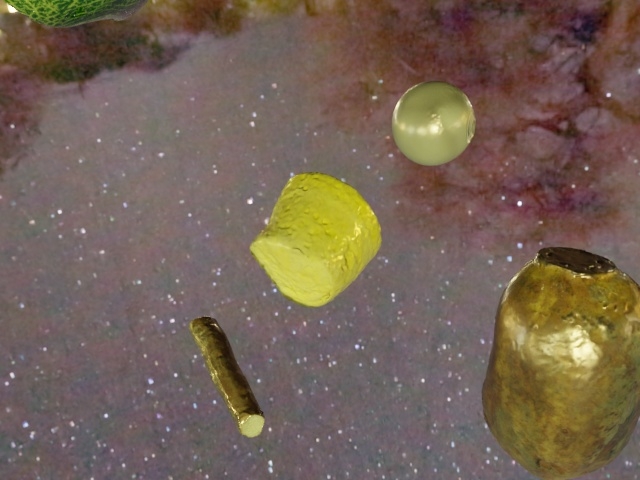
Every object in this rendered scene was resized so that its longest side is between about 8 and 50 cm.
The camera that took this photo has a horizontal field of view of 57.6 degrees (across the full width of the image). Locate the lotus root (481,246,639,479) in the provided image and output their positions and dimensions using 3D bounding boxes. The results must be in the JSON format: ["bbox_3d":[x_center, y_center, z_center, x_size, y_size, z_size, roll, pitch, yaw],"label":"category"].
[{"bbox_3d":[0.265,0.139,0.630,0.160,0.274,0.152,-18,-153,-23],"label":"lotus root"}]

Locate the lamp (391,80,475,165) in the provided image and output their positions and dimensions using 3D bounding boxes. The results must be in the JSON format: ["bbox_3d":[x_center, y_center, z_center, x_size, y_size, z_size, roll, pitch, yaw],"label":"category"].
[{"bbox_3d":[0.141,-0.145,0.728,0.105,0.105,0.105,-7,-154,3],"label":"lamp"}]

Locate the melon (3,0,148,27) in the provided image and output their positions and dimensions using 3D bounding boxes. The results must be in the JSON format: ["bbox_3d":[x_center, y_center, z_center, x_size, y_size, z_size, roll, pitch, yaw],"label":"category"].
[{"bbox_3d":[-0.180,-0.274,0.477,0.129,0.169,0.265,-4,-156,24],"label":"melon"}]

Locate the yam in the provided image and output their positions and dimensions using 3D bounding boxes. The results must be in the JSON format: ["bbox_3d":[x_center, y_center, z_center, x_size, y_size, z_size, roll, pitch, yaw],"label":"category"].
[{"bbox_3d":[-0.163,0.221,0.990,0.061,0.061,0.274,-18,-145,-19],"label":"yam"}]

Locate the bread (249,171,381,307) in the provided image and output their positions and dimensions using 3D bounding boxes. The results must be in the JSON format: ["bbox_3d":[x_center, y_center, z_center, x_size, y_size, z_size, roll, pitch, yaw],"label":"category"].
[{"bbox_3d":[0.000,0.000,0.629,0.111,0.129,0.114,1,-134,47],"label":"bread"}]
